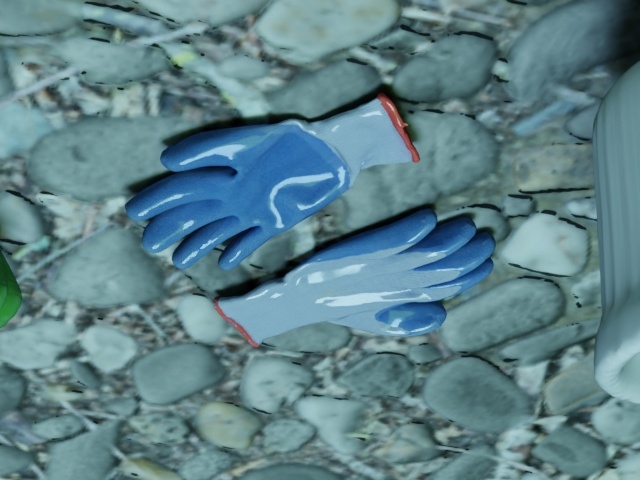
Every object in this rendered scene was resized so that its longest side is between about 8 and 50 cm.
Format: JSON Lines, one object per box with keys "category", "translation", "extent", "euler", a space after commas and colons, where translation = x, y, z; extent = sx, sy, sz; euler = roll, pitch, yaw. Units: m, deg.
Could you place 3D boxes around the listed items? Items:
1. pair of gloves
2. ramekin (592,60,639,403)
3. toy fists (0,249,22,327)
{"category": "pair of gloves", "translation": [0.000, 0.000, 1.027], "extent": [0.159, 0.023, 0.198], "euler": [-19, 138, 17]}
{"category": "ramekin", "translation": [0.254, -0.017, 0.883], "extent": [0.277, 0.135, 0.277], "euler": [-6, 164, -2]}
{"category": "toy fists", "translation": [-0.261, -0.020, 0.923], "extent": [0.142, 0.096, 0.279], "euler": [-18, 141, 31]}
